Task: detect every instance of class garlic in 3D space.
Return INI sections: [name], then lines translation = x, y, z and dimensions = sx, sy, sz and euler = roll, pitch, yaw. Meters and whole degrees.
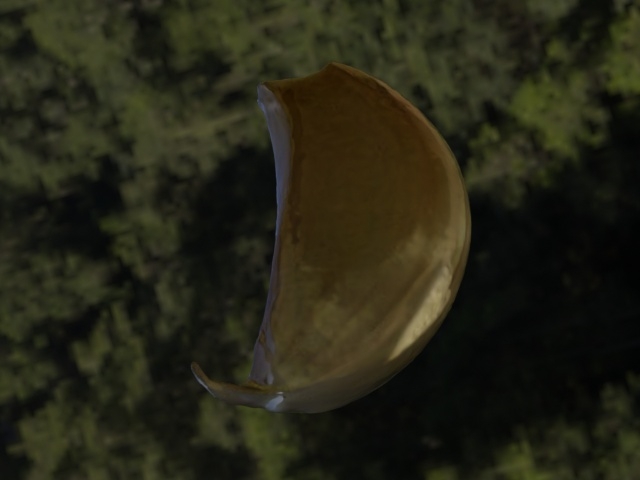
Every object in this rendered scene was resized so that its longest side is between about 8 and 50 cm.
[garlic]
translation = 0.011, 0.010, 1.210
dimensions = 0.164, 0.145, 0.245
euler = 25, -124, -23
